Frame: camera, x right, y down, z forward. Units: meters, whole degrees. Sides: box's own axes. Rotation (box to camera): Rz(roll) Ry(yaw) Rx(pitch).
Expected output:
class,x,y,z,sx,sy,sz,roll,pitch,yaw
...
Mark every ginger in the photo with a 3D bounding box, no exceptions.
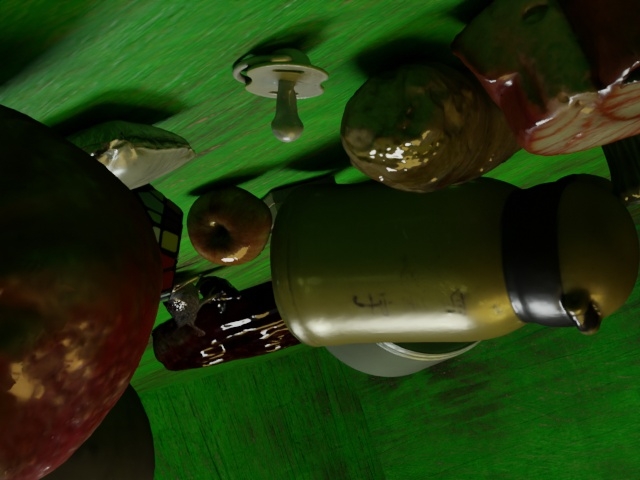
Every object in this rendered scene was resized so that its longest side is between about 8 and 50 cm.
class,x,y,z,sx,sy,sz,roll,pitch,yaw
ginger,0.095,-0.097,1.180,0.109,0.116,0.263,22,-165,23

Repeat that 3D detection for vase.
class,x,y,z,sx,sy,sz,roll,pitch,yaw
vase,0.295,-0.109,1.370,0.081,0.149,0.081,-17,172,-2

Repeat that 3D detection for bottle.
class,x,y,z,sx,sy,sz,roll,pitch,yaw
bottle,0.140,0.018,1.381,0.351,0.172,0.171,-3,179,26

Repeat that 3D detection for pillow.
class,x,y,z,sx,sy,sz,roll,pitch,yaw
pillow,-0.215,-0.038,1.056,0.229,0.051,0.128,-19,170,16

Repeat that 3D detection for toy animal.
class,x,y,z,sx,sy,sz,roll,pitch,yaw
toy animal,-0.183,0.080,1.868,0.105,0.070,0.202,-47,159,7

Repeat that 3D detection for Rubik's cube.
class,x,y,z,sx,sy,sz,roll,pitch,yaw
Rubik's cube,-0.178,0.006,1.214,0.133,0.133,0.112,-20,146,10

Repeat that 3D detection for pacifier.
class,x,y,z,sx,sy,sz,roll,pitch,yaw
pacifier,-0.029,-0.102,0.996,0.068,0.064,0.083,0,169,-6

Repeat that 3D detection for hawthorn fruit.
class,x,y,z,sx,sy,sz,roll,pitch,yaw
hawthorn fruit,-0.244,0.036,0.821,0.284,0.284,0.284,-18,172,-3

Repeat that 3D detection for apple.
class,x,y,z,sx,sy,sz,roll,pitch,yaw
apple,-0.090,-0.015,1.385,0.084,0.084,0.071,-20,-171,13

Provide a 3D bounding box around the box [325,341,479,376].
class,x,y,z,sx,sy,sz,roll,pitch,yaw
box,0.103,0.043,1.691,0.226,0.226,0.149,-15,171,-21

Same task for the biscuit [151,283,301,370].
class,x,y,z,sx,sy,sz,roll,pitch,yaw
biscuit,-0.094,0.143,2.419,0.407,0.091,0.407,-17,172,-2

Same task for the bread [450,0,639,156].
class,x,y,z,sx,sy,sz,roll,pitch,yaw
bread,0.287,-0.174,1.043,0.295,0.114,0.327,-10,167,-46

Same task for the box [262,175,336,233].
class,x,y,z,sx,sy,sz,roll,pitch,yaw
box,-0.028,-0.037,1.534,0.083,0.035,0.079,-16,172,-21

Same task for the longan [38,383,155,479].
class,x,y,z,sx,sy,sz,roll,pitch,yaw
longan,-0.394,0.258,1.687,0.404,0.336,0.404,19,176,1
